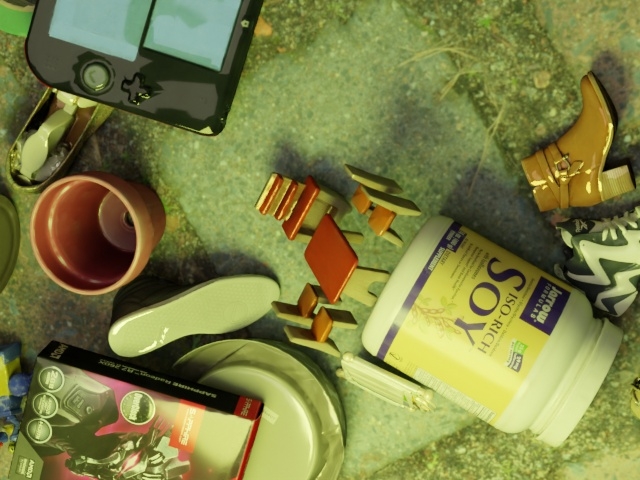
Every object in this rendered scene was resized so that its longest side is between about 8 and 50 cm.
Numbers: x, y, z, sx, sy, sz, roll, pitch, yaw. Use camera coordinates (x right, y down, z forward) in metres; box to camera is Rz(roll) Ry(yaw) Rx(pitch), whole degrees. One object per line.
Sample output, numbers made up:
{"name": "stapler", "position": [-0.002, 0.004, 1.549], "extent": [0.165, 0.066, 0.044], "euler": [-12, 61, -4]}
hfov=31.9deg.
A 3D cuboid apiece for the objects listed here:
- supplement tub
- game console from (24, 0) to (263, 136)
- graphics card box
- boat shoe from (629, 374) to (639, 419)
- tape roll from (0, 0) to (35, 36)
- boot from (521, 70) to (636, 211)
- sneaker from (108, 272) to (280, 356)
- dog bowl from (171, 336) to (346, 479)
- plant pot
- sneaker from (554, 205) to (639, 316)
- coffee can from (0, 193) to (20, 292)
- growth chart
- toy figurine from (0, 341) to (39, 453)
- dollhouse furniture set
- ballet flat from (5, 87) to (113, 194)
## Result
{"name": "supplement tub", "position": [0.255, 0.138, 1.680], "extent": [0.331, 0.241, 0.241], "euler": [30, 108, 8]}
{"name": "game console", "position": [-0.266, -0.393, 1.782], "extent": [0.341, 0.060, 0.387], "euler": [18, 100, -2]}
{"name": "graphics card box", "position": [-0.300, 0.326, 1.824], "extent": [0.370, 0.094, 0.233], "euler": [18, 105, 1]}
{"name": "boat shoe", "position": [0.524, 0.243, 1.683], "extent": [0.119, 0.122, 0.324], "euler": [-5, 98, 21]}
{"name": "tape roll", "position": [-0.474, -0.504, 1.877], "extent": [0.321, 0.077, 0.321], "euler": [3, 101, 17]}
{"name": "boot", "position": [0.374, -0.143, 1.682], "extent": [0.152, 0.073, 0.197], "euler": [-15, 93, 24]}
{"name": "sneaker", "position": [-0.224, 0.095, 1.900], "extent": [0.295, 0.147, 0.105], "euler": [-17, 119, -11]}
{"name": "dog bowl", "position": [-0.113, 0.324, 1.908], "extent": [0.348, 0.102, 0.349], "euler": [3, 102, 16]}
{"name": "plant pot", "position": [-0.354, -0.023, 1.875], "extent": [0.201, 0.180, 0.202], "euler": [3, 101, 16]}
{"name": "sneaker", "position": [0.435, -0.017, 1.668], "extent": [0.153, 0.094, 0.235], "euler": [27, 118, -2]}
{"name": "coffee can", "position": [-0.703, -0.008, 1.976], "extent": [0.275, 0.201, 0.202], "euler": [11, 104, 15]}
{"name": "growth chart", "position": [0.102, 0.231, 1.771], "extent": [0.171, 0.237, 0.021], "euler": [26, 77, 6]}
{"name": "toy figurine", "position": [-0.573, 0.262, 2.003], "extent": [0.362, 0.191, 0.217], "euler": [-12, 92, 18]}
{"name": "dollhouse furniture set", "position": [0.000, 0.000, 1.715], "extent": [0.135, 0.259, 0.262], "euler": [19, 110, -27]}
{"name": "ballet flat", "position": [-0.429, -0.220, 1.896], "extent": [0.123, 0.123, 0.349], "euler": [37, 109, 8]}
